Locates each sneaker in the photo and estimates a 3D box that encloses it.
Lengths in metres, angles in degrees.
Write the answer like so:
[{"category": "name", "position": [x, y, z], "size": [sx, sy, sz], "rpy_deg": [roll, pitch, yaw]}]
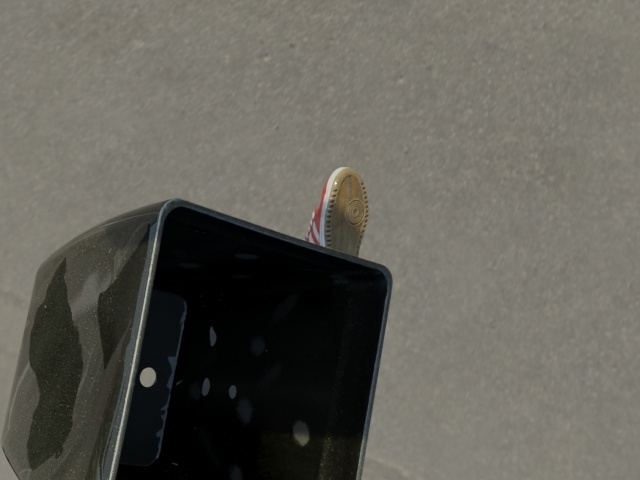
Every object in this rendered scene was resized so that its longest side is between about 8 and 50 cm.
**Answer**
[{"category": "sneaker", "position": [0.000, 0.000, 0.810], "size": [0.067, 0.042, 0.119], "rpy_deg": [20, 111, 50]}]

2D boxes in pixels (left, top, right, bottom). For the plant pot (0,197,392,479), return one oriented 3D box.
[{"category": "plant pot", "position": [-0.089, 0.088, 0.664], "size": [0.167, 0.188, 0.187], "rpy_deg": [0, 167, 45]}]
